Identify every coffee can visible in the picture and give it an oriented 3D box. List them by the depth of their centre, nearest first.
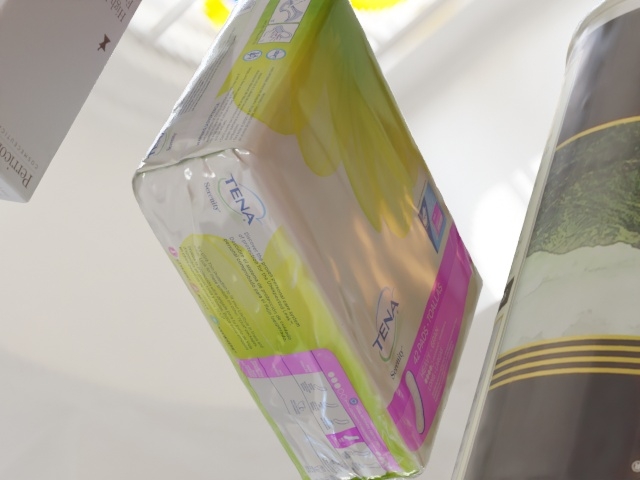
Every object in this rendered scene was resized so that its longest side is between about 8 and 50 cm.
[{"bbox_3d":[0.154,0.068,0.714,0.201,0.201,0.275,28,-114,-24],"label":"coffee can"}]

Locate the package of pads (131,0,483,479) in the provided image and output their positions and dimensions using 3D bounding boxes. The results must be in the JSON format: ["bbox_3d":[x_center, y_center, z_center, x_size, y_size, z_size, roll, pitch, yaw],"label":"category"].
[{"bbox_3d":[0.000,0.000,1.338,0.296,0.101,0.229,62,-148,-29],"label":"package of pads"}]

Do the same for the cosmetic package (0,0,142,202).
[{"bbox_3d":[-0.200,-0.152,1.323,0.231,0.085,0.117,-65,-34,-19],"label":"cosmetic package"}]
